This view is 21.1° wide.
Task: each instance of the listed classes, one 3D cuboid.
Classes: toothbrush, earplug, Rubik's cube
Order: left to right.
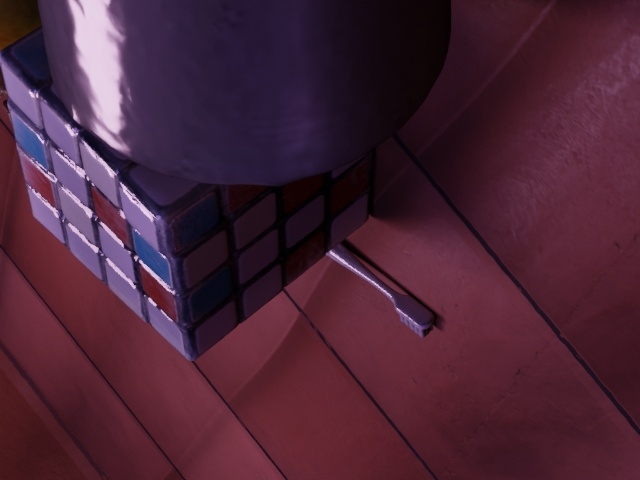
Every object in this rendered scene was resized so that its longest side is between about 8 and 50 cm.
[{"bbox_3d":[-0.120,-0.091,1.637,0.259,0.256,0.253,41,155,26],"label":"Rubik's cube"},{"bbox_3d":[-0.056,-0.277,1.179,0.312,0.313,0.394,41,152,28],"label":"earplug"},{"bbox_3d":[0.000,-0.002,1.843,0.342,0.025,0.030,39,156,31],"label":"toothbrush"}]

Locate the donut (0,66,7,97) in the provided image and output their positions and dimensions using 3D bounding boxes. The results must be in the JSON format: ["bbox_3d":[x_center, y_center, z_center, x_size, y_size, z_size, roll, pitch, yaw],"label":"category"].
[{"bbox_3d":[-0.510,-0.343,2.165,0.307,0.150,0.371,43,161,34],"label":"donut"}]

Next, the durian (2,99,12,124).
[{"bbox_3d":[-0.358,-0.135,2.304,0.224,0.078,0.140,52,173,33],"label":"durian"}]

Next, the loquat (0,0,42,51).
[{"bbox_3d":[-0.308,-0.285,1.670,0.246,0.213,0.213,9,138,23],"label":"loquat"}]
